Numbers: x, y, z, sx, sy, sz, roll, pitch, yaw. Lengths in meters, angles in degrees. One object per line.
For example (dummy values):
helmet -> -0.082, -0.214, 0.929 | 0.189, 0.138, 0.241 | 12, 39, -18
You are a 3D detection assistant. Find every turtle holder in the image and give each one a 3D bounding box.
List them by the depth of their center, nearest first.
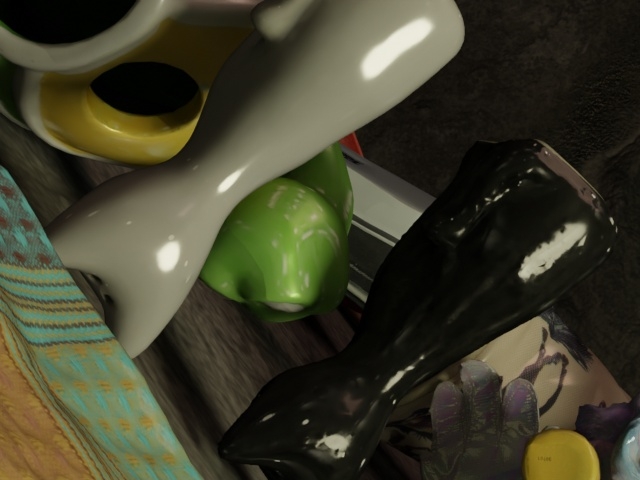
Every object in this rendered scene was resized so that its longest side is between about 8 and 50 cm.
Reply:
turtle holder -> -0.090, -0.128, 0.888 | 0.227, 0.243, 0.320 | -31, 125, -71

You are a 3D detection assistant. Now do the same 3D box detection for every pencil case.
pencil case -> 0.177, 0.190, 1.332 | 0.410, 0.183, 0.160 | 49, -2, -27

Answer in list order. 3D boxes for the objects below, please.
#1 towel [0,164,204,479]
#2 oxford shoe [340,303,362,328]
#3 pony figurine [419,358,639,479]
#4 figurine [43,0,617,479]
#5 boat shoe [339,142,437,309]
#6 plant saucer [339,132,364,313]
towel -> -0.056, 0.094, 0.490 | 0.370, 0.040, 0.271 | 55, 4, 15
oxford shoe -> 0.109, 0.107, 1.833 | 0.397, 0.140, 0.146 | 47, -25, -18
pony figurine -> 0.193, 0.215, 1.021 | 0.363, 0.303, 0.351 | 52, 35, -66
figurine -> 0.000, 0.000, 0.780 | 0.215, 0.209, 0.092 | 49, -13, -29
boat shoe -> -0.043, -0.037, 1.203 | 0.306, 0.105, 0.113 | 30, 11, 12
plant saucer -> -0.031, -0.063, 1.463 | 0.258, 0.048, 0.259 | 33, 31, -51
